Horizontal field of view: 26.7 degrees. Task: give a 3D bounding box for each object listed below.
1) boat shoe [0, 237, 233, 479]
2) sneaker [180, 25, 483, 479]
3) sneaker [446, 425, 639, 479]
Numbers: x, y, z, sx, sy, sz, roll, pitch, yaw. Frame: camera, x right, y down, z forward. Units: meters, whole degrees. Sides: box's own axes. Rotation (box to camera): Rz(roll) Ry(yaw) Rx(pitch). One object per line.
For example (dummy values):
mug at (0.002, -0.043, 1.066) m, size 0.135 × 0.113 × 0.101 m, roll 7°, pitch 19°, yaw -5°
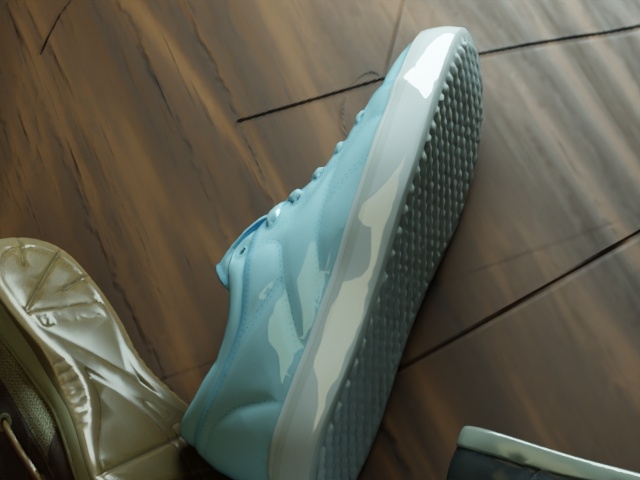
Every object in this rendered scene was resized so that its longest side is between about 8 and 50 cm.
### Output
boat shoe at (-0.175, 0.156, 0.989) m, size 0.342 × 0.123 × 0.123 m, roll 52°, pitch 122°, yaw 25°
sneaker at (0.000, 0.000, 0.962) m, size 0.150 × 0.135 × 0.366 m, roll 16°, pitch 73°, yaw 23°
sneaker at (0.177, 0.202, 0.844) m, size 0.222 × 0.083 × 0.118 m, roll 13°, pitch 82°, yaw 30°
